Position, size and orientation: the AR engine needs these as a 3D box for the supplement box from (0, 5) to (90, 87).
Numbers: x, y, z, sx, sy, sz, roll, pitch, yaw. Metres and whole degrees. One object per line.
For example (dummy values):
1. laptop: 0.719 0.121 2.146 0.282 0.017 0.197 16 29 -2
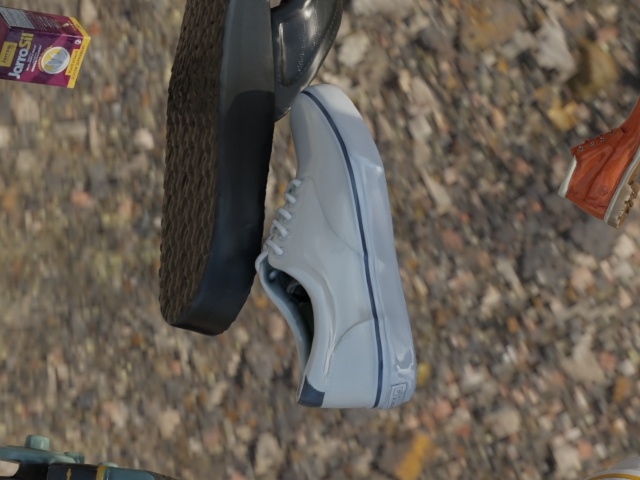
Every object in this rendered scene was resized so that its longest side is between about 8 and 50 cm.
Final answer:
1. supplement box: -0.258 -0.174 1.752 0.083 0.043 0.055 4 121 -34

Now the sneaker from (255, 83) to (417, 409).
1. sneaker: 0.000 0.000 1.393 0.091 0.258 0.094 -4 151 -17

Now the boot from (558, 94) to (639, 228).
1. boot: 0.309 -0.100 2.051 0.084 0.059 0.158 26 96 19

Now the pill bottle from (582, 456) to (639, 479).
1. pill bottle: 0.224 0.255 1.495 0.117 0.215 0.117 12 119 22

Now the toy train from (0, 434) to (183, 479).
1. toy train: -0.190 0.272 1.821 0.190 0.334 0.142 5 77 17

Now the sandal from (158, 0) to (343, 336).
1. sandal: -0.051 -0.130 1.553 0.107 0.446 0.167 13 156 -21
